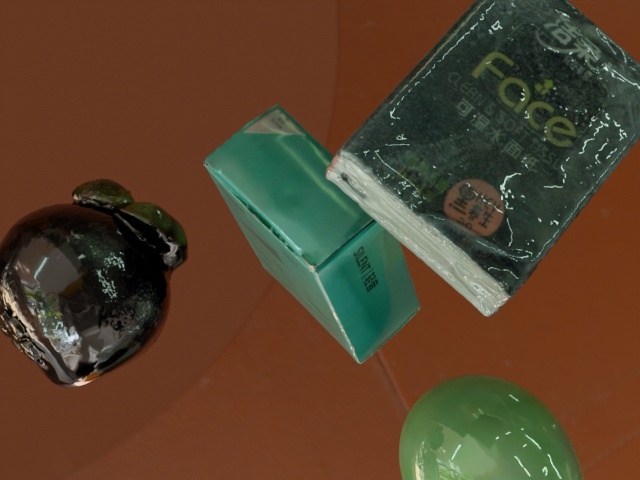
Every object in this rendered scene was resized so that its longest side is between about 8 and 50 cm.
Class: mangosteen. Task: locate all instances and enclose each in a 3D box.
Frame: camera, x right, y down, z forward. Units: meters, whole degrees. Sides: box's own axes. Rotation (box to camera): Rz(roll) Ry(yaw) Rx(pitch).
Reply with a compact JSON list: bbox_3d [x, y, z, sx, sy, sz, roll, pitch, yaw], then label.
[{"bbox_3d":[-0.273,0.045,1.439,0.243,0.243,0.243,-4,100,-21],"label":"mangosteen"}]

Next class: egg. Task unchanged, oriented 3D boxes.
[{"bbox_3d":[0.224,0.301,1.578,0.220,0.220,0.269,-39,80,-11],"label":"egg"}]

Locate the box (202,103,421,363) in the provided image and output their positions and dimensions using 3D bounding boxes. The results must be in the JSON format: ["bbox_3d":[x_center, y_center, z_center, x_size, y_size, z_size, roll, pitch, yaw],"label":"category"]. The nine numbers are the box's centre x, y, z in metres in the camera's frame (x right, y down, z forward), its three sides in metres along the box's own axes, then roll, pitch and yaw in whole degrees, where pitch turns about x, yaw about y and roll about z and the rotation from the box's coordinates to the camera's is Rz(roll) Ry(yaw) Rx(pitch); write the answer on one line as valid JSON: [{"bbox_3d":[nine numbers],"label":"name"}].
[{"bbox_3d":[0.000,0.000,1.457,0.118,0.205,0.311,-43,154,-9],"label":"box"}]

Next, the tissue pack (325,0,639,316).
[{"bbox_3d":[0.186,-0.110,1.258,0.228,0.103,0.315,41,67,1],"label":"tissue pack"}]
